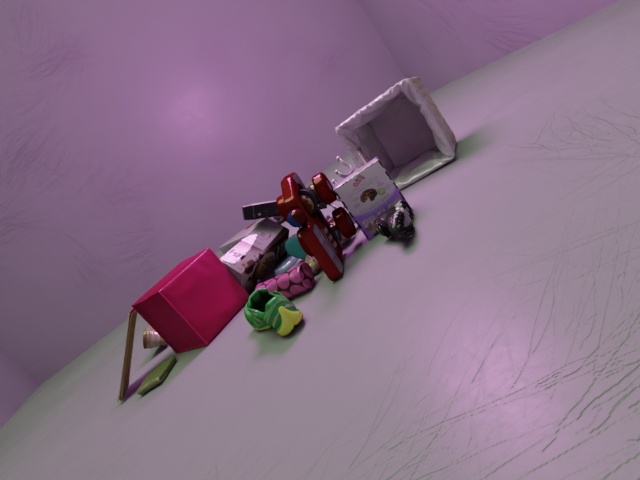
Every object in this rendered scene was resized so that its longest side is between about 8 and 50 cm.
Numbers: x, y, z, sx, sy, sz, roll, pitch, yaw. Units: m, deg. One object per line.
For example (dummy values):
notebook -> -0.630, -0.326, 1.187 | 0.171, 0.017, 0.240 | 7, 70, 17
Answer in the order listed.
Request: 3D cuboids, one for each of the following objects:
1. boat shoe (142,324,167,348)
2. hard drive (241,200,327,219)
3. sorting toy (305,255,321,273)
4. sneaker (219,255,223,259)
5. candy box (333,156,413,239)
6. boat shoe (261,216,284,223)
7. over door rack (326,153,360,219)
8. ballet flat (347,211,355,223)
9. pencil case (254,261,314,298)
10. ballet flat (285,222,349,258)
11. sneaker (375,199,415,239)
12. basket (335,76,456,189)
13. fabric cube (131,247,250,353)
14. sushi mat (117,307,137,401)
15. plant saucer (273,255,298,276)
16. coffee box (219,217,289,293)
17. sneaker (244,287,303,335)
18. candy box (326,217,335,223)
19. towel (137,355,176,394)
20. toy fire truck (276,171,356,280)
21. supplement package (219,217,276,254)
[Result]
boat shoe -> -0.694, 0.388, 1.926 | 0.110, 0.121, 0.341 | 1, 16, -5
hard drive -> -0.143, -0.140, 1.804 | 0.340, 0.064, 0.237 | -10, 3, 2
sorting toy -> -0.034, 0.094, 1.385 | 0.075, 0.045, 0.083 | -49, 25, 1
sneaker -> -0.533, 0.121, 2.431 | 0.088, 0.092, 0.225 | -43, 14, -26
candy box -> 0.160, -0.129, 1.314 | 0.165, 0.196, 0.070 | -33, 14, 13
boat shoe -> -0.302, -0.135, 2.712 | 0.305, 0.109, 0.091 | -31, 13, 45
over door rack -> 0.114, -0.252, 1.795 | 0.324, 0.108, 0.239 | -52, -21, -48
ballet flat -> 0.148, -0.101, 1.531 | 0.070, 0.070, 0.188 | -22, 15, 48
pencil case -> -0.109, 0.136, 1.327 | 0.210, 0.095, 0.098 | -25, 2, 34
ballet flat -> 0.000, 0.000, 1.538 | 0.106, 0.107, 0.316 | -21, 6, -41
sneaker -> 0.199, -0.039, 1.180 | 0.106, 0.078, 0.234 | -34, 9, 22
basket -> 0.300, -0.399, 1.616 | 0.332, 0.328, 0.266 | -28, 13, 33
fabric cube -> -0.473, 0.225, 1.579 | 0.259, 0.254, 0.258 | -23, 21, 43
sushi mat -> -0.701, 0.406, 1.559 | 0.019, 0.316, 0.151 | 7, -1, -16
plant saucer -> -0.142, 0.096, 1.682 | 0.119, 0.021, 0.119 | -35, 13, 9
coffee box -> -0.260, 0.068, 1.715 | 0.297, 0.119, 0.168 | -47, -23, -37
sneaker -> -0.145, 0.181, 1.177 | 0.109, 0.123, 0.296 | -43, 14, -25
candy box -> -0.018, -0.030, 1.741 | 0.109, 0.053, 0.187 | -42, 13, -23
towel -> -0.558, 0.461, 1.467 | 0.110, 0.027, 0.148 | -33, 12, 11
toy fire truck -> -0.019, -0.053, 1.259 | 0.170, 0.302, 0.254 | -28, 17, 13
supplement package -> -0.311, 0.023, 2.024 | 0.293, 0.175, 0.177 | -19, 21, 52
